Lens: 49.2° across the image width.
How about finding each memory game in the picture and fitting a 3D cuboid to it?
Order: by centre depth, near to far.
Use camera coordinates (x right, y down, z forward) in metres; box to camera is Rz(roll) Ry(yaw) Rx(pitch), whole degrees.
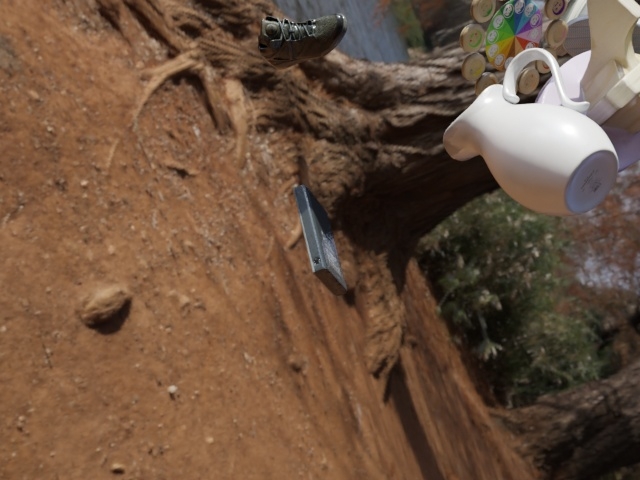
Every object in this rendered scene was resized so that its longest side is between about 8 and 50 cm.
[{"bbox_3d":[0.264,-0.275,0.944,0.012,0.186,0.186,42,-15,51],"label":"memory game"}]

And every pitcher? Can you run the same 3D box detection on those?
[{"bbox_3d":[0.272,-0.137,0.862,0.125,0.178,0.207,18,18,-38],"label":"pitcher"}]

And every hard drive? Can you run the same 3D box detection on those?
[{"bbox_3d":[0.000,0.000,0.969,0.094,0.022,0.135,49,23,-58],"label":"hard drive"}]

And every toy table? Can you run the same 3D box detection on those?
[{"bbox_3d":[0.431,-0.214,0.964,0.252,0.274,0.161,37,-30,2],"label":"toy table"}]

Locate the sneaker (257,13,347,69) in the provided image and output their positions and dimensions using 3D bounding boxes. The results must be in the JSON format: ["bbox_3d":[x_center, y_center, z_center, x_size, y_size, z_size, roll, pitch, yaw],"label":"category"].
[{"bbox_3d":[-0.054,-0.476,1.624,0.130,0.227,0.087,18,65,-56],"label":"sneaker"}]

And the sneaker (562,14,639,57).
[{"bbox_3d":[0.550,-0.353,1.221,0.091,0.257,0.094,-70,164,-60],"label":"sneaker"}]

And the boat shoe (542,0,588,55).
[{"bbox_3d":[0.553,-0.465,1.390,0.103,0.320,0.118,42,-28,2],"label":"boat shoe"}]
